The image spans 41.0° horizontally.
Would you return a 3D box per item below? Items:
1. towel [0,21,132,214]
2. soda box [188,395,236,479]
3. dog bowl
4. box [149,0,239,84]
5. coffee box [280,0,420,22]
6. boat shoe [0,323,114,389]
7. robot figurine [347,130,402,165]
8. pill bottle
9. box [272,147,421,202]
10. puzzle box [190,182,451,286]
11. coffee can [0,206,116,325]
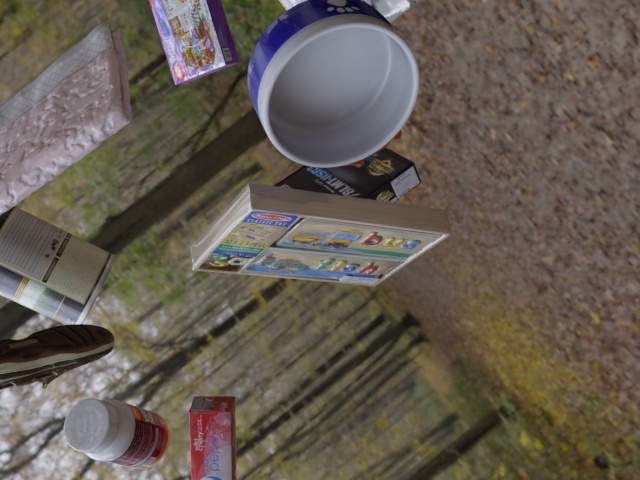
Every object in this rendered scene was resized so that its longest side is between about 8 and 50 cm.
[{"bbox_3d":[-0.492,-0.227,1.581,0.053,0.332,0.317,43,-160,-41],"label":"towel"},{"bbox_3d":[-0.224,0.464,1.804,0.083,0.092,0.263,-87,-3,-77],"label":"soda box"},{"bbox_3d":[0.019,-0.254,1.383,0.265,0.265,0.104,53,-173,-45],"label":"dog bowl"},{"bbox_3d":[-0.331,-0.564,2.175,0.201,0.057,0.293,-9,100,41],"label":"box"},{"bbox_3d":[0.089,-0.591,1.552,0.338,0.334,0.338,49,157,-12],"label":"coffee box"},{"bbox_3d":[-0.511,0.223,1.583,0.095,0.257,0.095,-132,42,-53],"label":"boat shoe"},{"bbox_3d":[0.058,-0.235,1.624,0.219,0.158,0.128,0,-133,-39],"label":"robot figurine"},{"bbox_3d":[-0.402,0.382,1.702,0.121,0.121,0.221,50,-178,28],"label":"pill bottle"},{"bbox_3d":[0.060,-0.141,2.206,0.295,0.293,0.073,40,160,52],"label":"box"},{"bbox_3d":[0.000,0.000,1.572,0.272,0.409,0.052,-41,50,52],"label":"puzzle box"},{"bbox_3d":[-0.645,0.061,1.988,0.275,0.201,0.201,28,-176,-14],"label":"coffee can"}]
